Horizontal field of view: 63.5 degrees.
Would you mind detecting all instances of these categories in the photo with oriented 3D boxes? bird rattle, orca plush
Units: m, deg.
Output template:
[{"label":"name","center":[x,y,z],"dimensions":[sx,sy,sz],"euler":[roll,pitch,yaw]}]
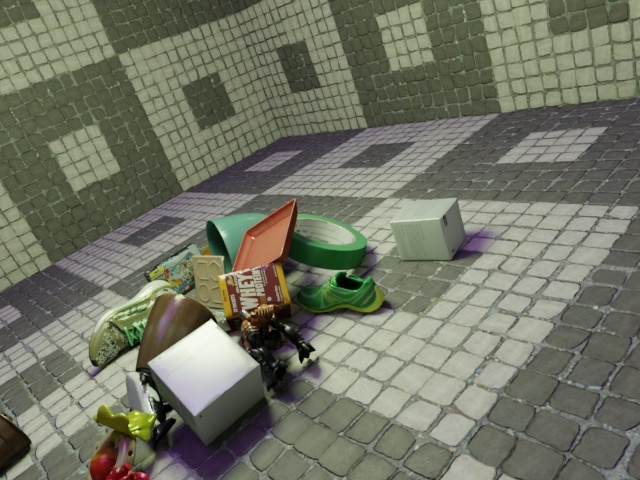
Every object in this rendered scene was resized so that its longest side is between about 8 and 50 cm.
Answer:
[{"label":"bird rattle","center":[-0.470,0.523,1.202],"dimensions":[0.206,0.143,0.254],"euler":[-36,51,28]},{"label":"orca plush","center":[-0.436,0.434,1.392],"dimensions":[0.102,0.151,0.287],"euler":[2,3,-36]}]

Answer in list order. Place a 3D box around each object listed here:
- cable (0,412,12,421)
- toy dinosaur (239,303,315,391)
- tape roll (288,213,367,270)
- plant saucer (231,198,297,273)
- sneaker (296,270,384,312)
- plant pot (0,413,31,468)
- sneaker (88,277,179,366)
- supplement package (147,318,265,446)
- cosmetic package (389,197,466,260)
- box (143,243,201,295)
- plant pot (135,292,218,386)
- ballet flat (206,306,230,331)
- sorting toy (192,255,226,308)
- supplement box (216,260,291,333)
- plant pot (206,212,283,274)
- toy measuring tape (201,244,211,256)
[{"label":"cable","center":[-1.119,0.583,1.688],"dimensions":[0.287,0.072,0.139],"euler":[1,37,42]},{"label":"toy dinosaur","center":[-0.146,0.257,1.358],"dimensions":[0.164,0.218,0.322],"euler":[-41,-16,-9]},{"label":"tape roll","center":[0.000,0.000,1.800],"dimensions":[0.320,0.077,0.321],"euler":[12,21,-5]},{"label":"plant saucer","center":[-0.173,0.019,1.647],"dimensions":[0.258,0.047,0.259],"euler":[-30,32,34]},{"label":"sneaker","center":[0.053,0.147,1.569],"dimensions":[0.295,0.124,0.109],"euler":[-6,27,34]},{"label":"plant pot","center":[-0.930,0.581,1.431],"dimensions":[0.166,0.167,0.165],"euler":[-5,35,35]},{"label":"sneaker","center":[-0.635,0.296,1.844],"dimensions":[0.181,0.158,0.410],"euler":[15,44,29]},{"label":"supplement package","center":[-0.279,0.349,1.289],"dimensions":[0.194,0.149,0.203],"euler":[-35,52,-30]},{"label":"cosmetic package","center":[0.351,-0.035,1.681],"dimensions":[0.183,0.152,0.151],"euler":[-2,29,37]},{"label":"box","center":[-0.573,0.139,2.089],"dimensions":[0.233,0.159,0.044],"euler":[-37,29,-33]},{"label":"plant pot","center":[-0.457,0.316,1.570],"dimensions":[0.215,0.215,0.231],"euler":[-9,39,28]},{"label":"ballet flat","center":[-0.342,0.271,1.722],"dimensions":[0.240,0.091,0.077],"euler":[0,60,49]},{"label":"sorting toy","center":[-0.395,0.150,1.888],"dimensions":[0.208,0.193,0.038],"euler":[0,8,44]},{"label":"supplement box","center":[-0.194,0.174,1.555],"dimensions":[0.191,0.129,0.194],"euler":[-13,-22,-7]},{"label":"plant pot","center":[-0.262,0.030,1.926],"dimensions":[0.235,0.293,0.293],"euler":[-19,20,-23]},{"label":"toy measuring tape","center":[-0.410,0.043,2.146],"dimensions":[0.121,0.121,0.330],"euler":[-39,0,-36]}]
